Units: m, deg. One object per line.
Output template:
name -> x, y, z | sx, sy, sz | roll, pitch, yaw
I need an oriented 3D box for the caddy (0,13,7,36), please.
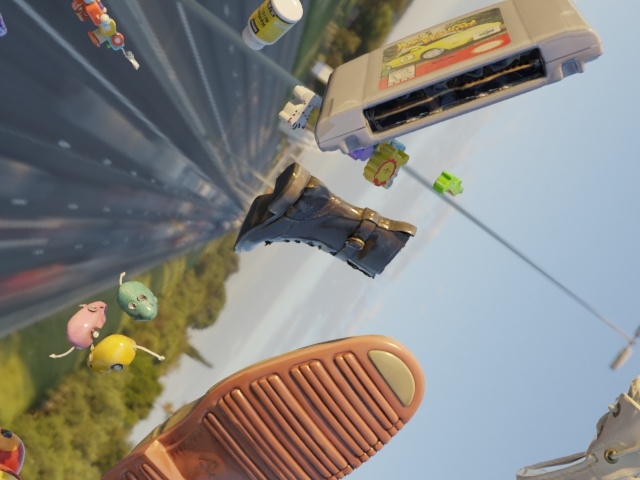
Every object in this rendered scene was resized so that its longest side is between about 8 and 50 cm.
caddy -> -0.605, -0.399, 1.294 | 0.179, 0.241, 0.341 | -41, -145, -2

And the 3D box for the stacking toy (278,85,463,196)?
stacking toy -> 0.068, -0.111, 1.055 | 0.221, 0.167, 0.052 | 12, 113, -57

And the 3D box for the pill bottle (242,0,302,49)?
pill bottle -> -0.090, -0.392, 1.510 | 0.116, 0.065, 0.065 | -31, -160, 46

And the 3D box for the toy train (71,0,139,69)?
toy train -> -0.338, -0.327, 1.278 | 0.046, 0.125, 0.166 | -30, 151, -3

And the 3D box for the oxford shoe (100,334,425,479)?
oxford shoe -> -0.065, 0.184, 0.874 | 0.396, 0.141, 0.146 | -28, -170, 23

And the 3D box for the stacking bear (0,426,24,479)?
stacking bear -> -0.457, 0.363, 1.121 | 0.164, 0.175, 0.289 | -51, -147, 20

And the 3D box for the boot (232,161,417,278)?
boot -> 0.000, 0.000, 1.336 | 0.263, 0.229, 0.091 | -39, -154, 52

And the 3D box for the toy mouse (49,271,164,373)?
toy mouse -> -0.244, 0.086, 0.970 | 0.160, 0.031, 0.143 | -16, -132, 21

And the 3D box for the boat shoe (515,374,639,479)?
boat shoe -> 0.254, 0.144, 0.620 | 0.277, 0.096, 0.098 | -27, 170, 39

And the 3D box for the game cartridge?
game cartridge -> 0.138, -0.188, 0.909 | 0.294, 0.060, 0.196 | -18, -158, 14
